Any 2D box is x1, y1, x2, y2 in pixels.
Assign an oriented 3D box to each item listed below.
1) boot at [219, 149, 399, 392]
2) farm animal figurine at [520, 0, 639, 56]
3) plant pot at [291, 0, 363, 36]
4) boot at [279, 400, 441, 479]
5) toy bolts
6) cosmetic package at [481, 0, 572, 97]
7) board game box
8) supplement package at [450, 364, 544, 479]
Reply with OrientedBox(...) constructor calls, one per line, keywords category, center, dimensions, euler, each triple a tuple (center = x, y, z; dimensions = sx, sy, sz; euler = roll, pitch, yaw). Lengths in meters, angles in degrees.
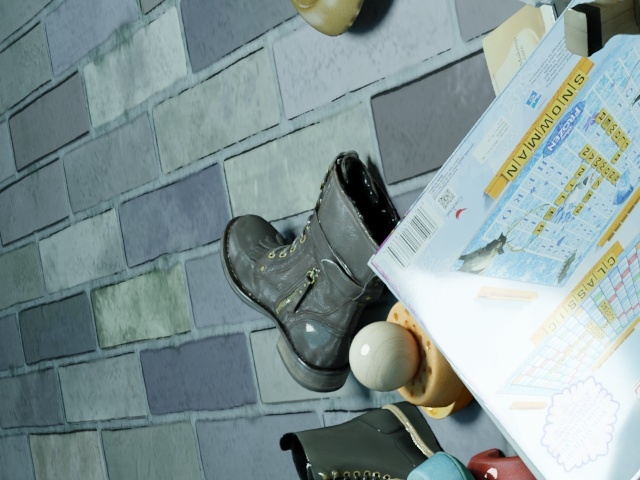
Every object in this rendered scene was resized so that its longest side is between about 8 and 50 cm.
OrientedBox(category="boot", center=(0.000, 0.000, 1.915), dimensions=(0.263, 0.091, 0.229), euler=(56, 140, 36))
OrientedBox(category="farm animal figurine", center=(0.247, -0.232, 1.115), dimensions=(0.330, 0.172, 0.327), euler=(38, 139, 31))
OrientedBox(category="plant pot", center=(-0.001, -0.314, 1.816), dimensions=(0.236, 0.032, 0.236), euler=(177, 90, -70))
OrientedBox(category="boot", center=(0.059, 0.238, 1.782), dimensions=(0.198, 0.137, 0.077), euler=(48, 140, 49))
OrientedBox(category="toy bolts", center=(0.086, 0.162, 1.673), dimensions=(0.218, 0.158, 0.228), euler=(-18, 82, 65))
OrientedBox(category="cosmetic package", center=(0.177, -0.156, 1.512), dimensions=(0.115, 0.041, 0.060), euler=(-37, 65, 62))
OrientedBox(category="board game box", center=(0.214, -0.010, 1.268), dimensions=(0.319, 0.066, 0.318), euler=(-52, 42, 14))
OrientedBox(category="supplement package", center=(0.219, 0.104, 1.395), dimensions=(0.244, 0.139, 0.134), euler=(-126, 37, -46))
